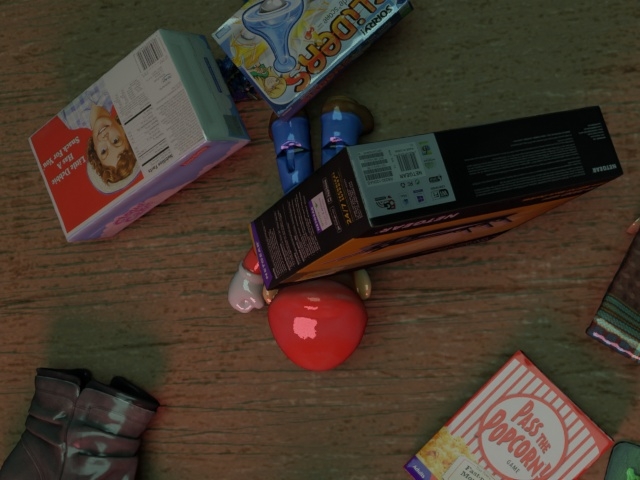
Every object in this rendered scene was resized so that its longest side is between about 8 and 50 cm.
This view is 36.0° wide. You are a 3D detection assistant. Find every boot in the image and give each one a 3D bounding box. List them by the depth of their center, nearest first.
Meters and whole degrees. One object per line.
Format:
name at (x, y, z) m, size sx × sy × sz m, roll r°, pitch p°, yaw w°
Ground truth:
boot at (-0.244, 0.296, 1.216) m, size 0.338 × 0.118 × 0.223 m, roll 21°, pitch 85°, yaw 11°

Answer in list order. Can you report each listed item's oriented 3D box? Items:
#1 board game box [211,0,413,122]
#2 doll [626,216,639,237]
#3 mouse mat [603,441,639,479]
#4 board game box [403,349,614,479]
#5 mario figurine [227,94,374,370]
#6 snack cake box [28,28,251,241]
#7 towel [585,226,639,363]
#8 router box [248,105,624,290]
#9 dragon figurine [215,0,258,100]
board game box at (-0.011, -0.256, 1.158) m, size 0.201 × 0.035 × 0.136 m, roll -41°, pitch 76°, yaw 7°
doll at (0.439, 0.027, 1.098) m, size 0.129 × 0.046 × 0.189 m, roll -43°, pitch 76°, yaw 0°
mouse mat at (0.381, 0.336, 1.103) m, size 0.152 × 0.007 × 0.190 m, roll 15°, pitch 87°, yaw 15°
board game box at (0.215, 0.245, 1.133) m, size 0.147 × 0.045 × 0.193 m, roll 44°, pitch 95°, yaw 16°
mario figurine at (0.000, 0.000, 1.198) m, size 0.198 × 0.170 × 0.321 m, roll -18°, pitch 65°, yaw 48°
snack cake box at (-0.230, -0.124, 1.221) m, size 0.264 × 0.089 × 0.152 m, roll -30°, pitch 79°, yaw 31°
towel at (0.501, 0.075, 1.029) m, size 0.370 × 0.040 × 0.271 m, roll 28°, pitch 71°, yaw 12°
router box at (0.112, -0.041, 1.017) m, size 0.308 × 0.243 × 0.081 m, roll -12°, pitch 80°, yaw -28°
dragon figurine at (-0.031, -0.272, 1.229) m, size 0.289 × 0.085 × 0.144 m, roll -18°, pitch 80°, yaw 13°
